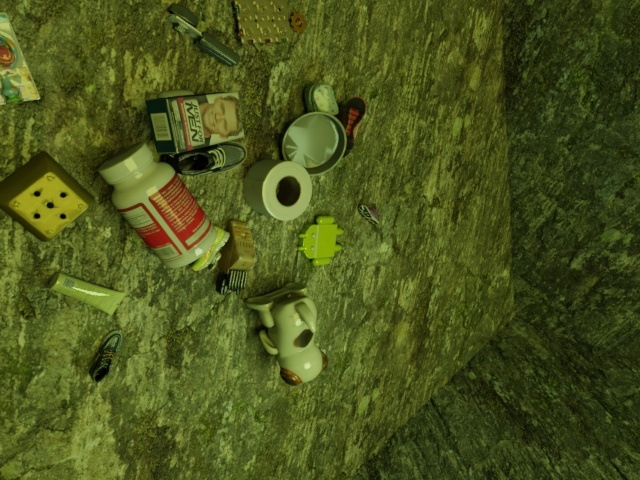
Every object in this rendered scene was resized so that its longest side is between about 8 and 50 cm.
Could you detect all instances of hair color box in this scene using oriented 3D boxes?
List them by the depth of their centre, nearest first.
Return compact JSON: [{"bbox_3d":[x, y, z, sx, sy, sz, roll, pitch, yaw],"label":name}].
[{"bbox_3d":[-0.424,-0.421,1.471,0.347,0.105,0.173,-37,128,-54],"label":"hair color box"}]

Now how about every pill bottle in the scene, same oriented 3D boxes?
[{"bbox_3d":[-0.558,-0.120,1.453,0.229,0.229,0.407,-42,125,-22],"label":"pill bottle"}]

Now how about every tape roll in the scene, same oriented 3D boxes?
[{"bbox_3d":[-0.180,-0.216,1.766,0.246,0.169,0.246,-12,110,-36],"label":"tape roll"}]

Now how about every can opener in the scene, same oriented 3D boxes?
[{"bbox_3d":[-0.411,-0.728,1.500,0.280,0.074,0.093,27,84,-40],"label":"can opener"}]

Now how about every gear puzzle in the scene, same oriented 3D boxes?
[{"bbox_3d":[-0.193,-0.872,1.661,0.339,0.044,0.175,-22,114,-35],"label":"gear puzzle"}]

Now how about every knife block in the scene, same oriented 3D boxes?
[{"bbox_3d":[-0.373,0.086,1.765,0.088,0.242,0.275,10,51,-41],"label":"knife block"}]

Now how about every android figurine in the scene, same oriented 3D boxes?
[{"bbox_3d":[0.000,0.000,2.044,0.273,0.056,0.248,-2,103,-40],"label":"android figurine"}]

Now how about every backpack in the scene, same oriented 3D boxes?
[{"bbox_3d":[0.005,-0.600,1.841,0.152,0.115,0.182,-32,119,-26],"label":"backpack"}]

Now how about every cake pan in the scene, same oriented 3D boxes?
[{"bbox_3d":[-0.031,-0.424,1.834,0.293,0.054,0.293,-10,126,-14],"label":"cake pan"}]

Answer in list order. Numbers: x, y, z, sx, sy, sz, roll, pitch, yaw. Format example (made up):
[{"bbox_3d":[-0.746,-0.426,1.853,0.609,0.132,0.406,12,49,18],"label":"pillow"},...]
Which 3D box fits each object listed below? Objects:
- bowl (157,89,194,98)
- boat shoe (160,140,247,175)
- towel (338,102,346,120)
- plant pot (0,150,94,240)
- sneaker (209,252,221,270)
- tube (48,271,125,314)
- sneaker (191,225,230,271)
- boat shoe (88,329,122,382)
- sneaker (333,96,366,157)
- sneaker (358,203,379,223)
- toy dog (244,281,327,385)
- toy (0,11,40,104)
[{"bbox_3d":[-0.505,-0.470,1.513,0.142,0.053,0.141,-19,113,-33],"label":"bowl"},{"bbox_3d":[-0.404,-0.300,1.570,0.341,0.158,0.127,-21,115,-33],"label":"boat shoe"},{"bbox_3d":[0.099,-0.527,2.000,0.102,0.021,0.237,21,90,-35],"label":"towel"},{"bbox_3d":[-0.826,-0.118,1.267,0.212,0.187,0.212,-47,127,-18],"label":"plant pot"},{"bbox_3d":[-0.444,0.083,1.733,0.037,0.032,0.083,32,76,-26],"label":"sneaker"},{"bbox_3d":[-0.807,0.183,1.455,0.070,0.062,0.240,-30,139,23],"label":"tube"},{"bbox_3d":[-0.460,0.029,1.679,0.094,0.081,0.208,42,71,-28],"label":"sneaker"},{"bbox_3d":[-0.773,0.423,1.526,0.065,0.083,0.183,33,81,-39],"label":"boat shoe"},{"bbox_3d":[0.127,-0.508,1.942,0.116,0.136,0.313,26,110,-3],"label":"sneaker"},{"bbox_3d":[0.258,-0.150,2.213,0.170,0.068,0.071,39,62,-47],"label":"sneaker"},{"bbox_3d":[-0.102,0.429,1.876,0.285,0.396,0.407,-22,107,-42],"label":"toy dog"},{"bbox_3d":[-0.908,-0.510,1.178,0.137,0.056,0.237,-25,117,-33],"label":"toy"}]
